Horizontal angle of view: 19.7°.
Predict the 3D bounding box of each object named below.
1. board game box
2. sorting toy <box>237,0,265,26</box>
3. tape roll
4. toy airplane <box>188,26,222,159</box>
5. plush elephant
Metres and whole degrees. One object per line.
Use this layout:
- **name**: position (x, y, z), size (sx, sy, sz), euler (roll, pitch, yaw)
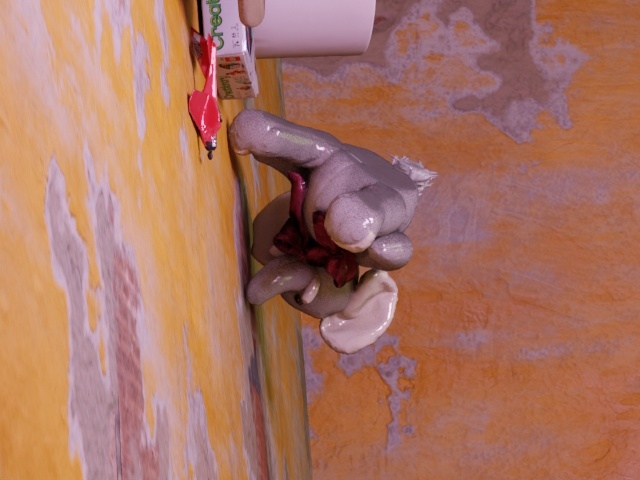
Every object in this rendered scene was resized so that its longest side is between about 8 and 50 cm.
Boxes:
- **board game box**: position (-0.117, -0.343, 2.237), size (0.193, 0.053, 0.305), euler (77, 8, -79)
- **sorting toy**: position (-0.061, -0.409, 1.943), size (0.307, 0.041, 0.229), euler (88, 7, -49)
- **tape roll**: position (-0.029, -0.366, 2.464), size (0.246, 0.169, 0.246), euler (178, -90, -81)
- **toy airplane**: position (-0.123, -0.162, 2.013), size (0.151, 0.028, 0.151), euler (-5, 90, -86)
- **plush elephant**: position (0.000, 0.000, 2.446), size (0.330, 0.272, 0.255), euler (-1, 126, -57)
